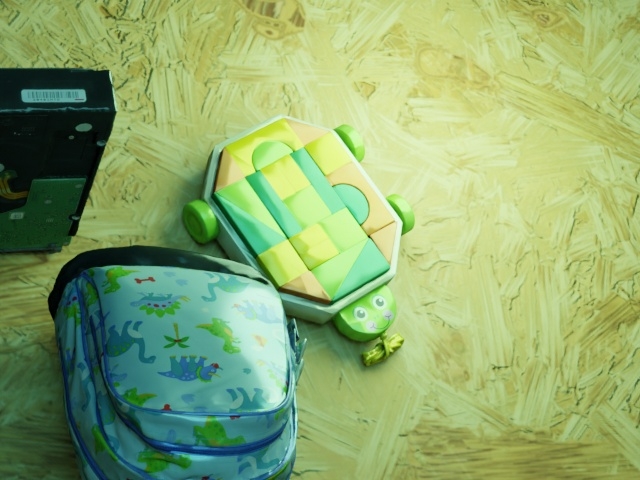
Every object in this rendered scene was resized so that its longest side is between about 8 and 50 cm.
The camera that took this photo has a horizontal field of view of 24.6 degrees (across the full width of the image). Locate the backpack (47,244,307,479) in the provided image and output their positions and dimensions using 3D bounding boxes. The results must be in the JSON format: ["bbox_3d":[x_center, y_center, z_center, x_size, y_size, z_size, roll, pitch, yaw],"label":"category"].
[{"bbox_3d":[-0.149,0.166,1.602,0.290,0.273,0.355,10,50,-16],"label":"backpack"}]

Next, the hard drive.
[{"bbox_3d":[-0.372,-0.080,1.639,0.237,0.339,0.064,-3,63,-20],"label":"hard drive"}]

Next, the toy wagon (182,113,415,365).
[{"bbox_3d":[0.000,0.000,1.889,0.267,0.068,0.344,-29,77,-29],"label":"toy wagon"}]
